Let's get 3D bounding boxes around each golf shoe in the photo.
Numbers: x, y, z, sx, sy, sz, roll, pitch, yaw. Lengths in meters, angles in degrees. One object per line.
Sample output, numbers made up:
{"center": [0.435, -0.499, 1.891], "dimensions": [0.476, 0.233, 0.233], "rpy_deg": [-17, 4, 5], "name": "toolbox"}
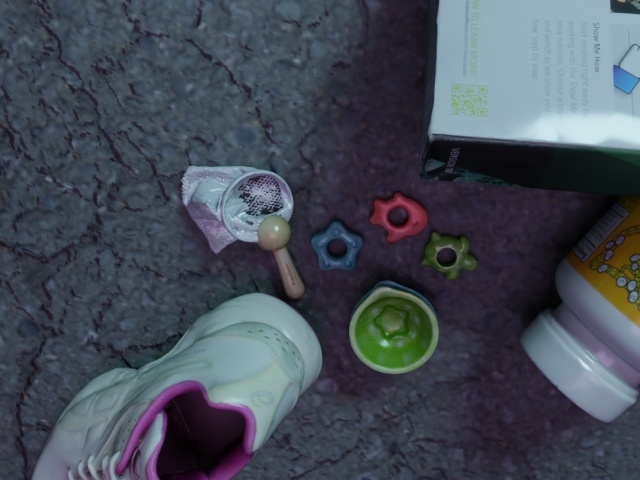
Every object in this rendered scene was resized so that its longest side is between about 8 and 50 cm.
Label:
{"center": [-0.137, 0.157, 0.550], "dimensions": [0.306, 0.140, 0.115], "rpy_deg": [-39, 100, 21], "name": "golf shoe"}

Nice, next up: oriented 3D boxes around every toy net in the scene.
{"center": [0.000, 0.000, 0.545], "dimensions": [0.232, 0.045, 0.122], "rpy_deg": [31, 107, -4], "name": "toy net"}

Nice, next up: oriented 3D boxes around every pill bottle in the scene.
{"center": [0.240, 0.022, 0.494], "dimensions": [0.117, 0.117, 0.208], "rpy_deg": [38, 106, -6], "name": "pill bottle"}

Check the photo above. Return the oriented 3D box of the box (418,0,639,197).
{"center": [0.224, -0.135, 0.419], "dimensions": [0.322, 0.058, 0.232], "rpy_deg": [5, 70, 5], "name": "box"}
